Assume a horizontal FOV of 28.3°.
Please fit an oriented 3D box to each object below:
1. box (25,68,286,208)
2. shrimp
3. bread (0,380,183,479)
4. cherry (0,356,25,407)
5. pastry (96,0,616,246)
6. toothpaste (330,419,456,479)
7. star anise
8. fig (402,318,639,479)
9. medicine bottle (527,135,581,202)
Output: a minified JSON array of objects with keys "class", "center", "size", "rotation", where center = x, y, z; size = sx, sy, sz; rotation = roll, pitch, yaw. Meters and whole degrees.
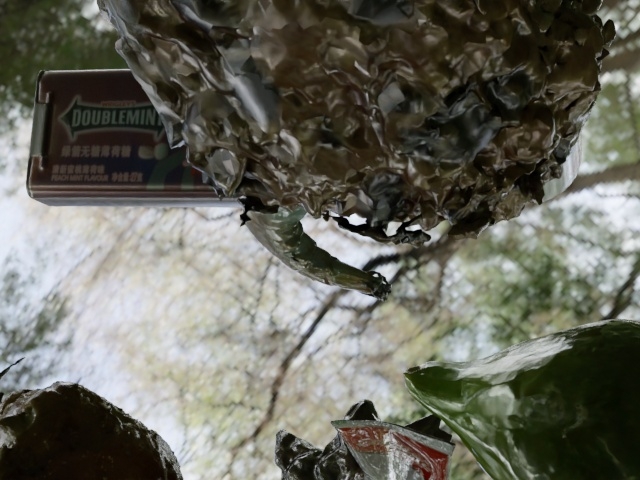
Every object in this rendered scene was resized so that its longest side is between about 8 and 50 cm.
[{"class":"box","center":[-0.133,-0.086,1.074],"size":[0.069,0.224,0.120],"rotation":[32,-121,-70]},{"class":"shrimp","center":[0.000,0.000,1.205],"size":[0.166,0.161,0.049],"rotation":[32,-116,5]},{"class":"bread","center":[-0.222,0.297,0.935],"size":[0.185,0.109,0.381],"rotation":[42,-127,-40]},{"class":"cherry","center":[-0.350,0.164,1.198],"size":[0.126,0.087,0.106],"rotation":[-13,-81,-49]},{"class":"pastry","center":[0.021,-0.124,0.643],"size":[0.275,0.275,0.193],"rotation":[36,-136,-3]},{"class":"toothpaste","center":[0.057,0.204,0.906],"size":[0.075,0.301,0.048],"rotation":[37,-115,28]},{"class":"star anise","center":[0.033,0.318,1.380],"size":[0.108,0.315,0.315],"rotation":[30,-151,-52]},{"class":"fig","center":[0.198,0.157,1.111],"size":[0.274,0.206,0.206],"rotation":[8,-150,20]},{"class":"medicine bottle","center":[0.234,-0.155,1.462],"size":[0.130,0.130,0.341],"rotation":[55,180,21]}]
